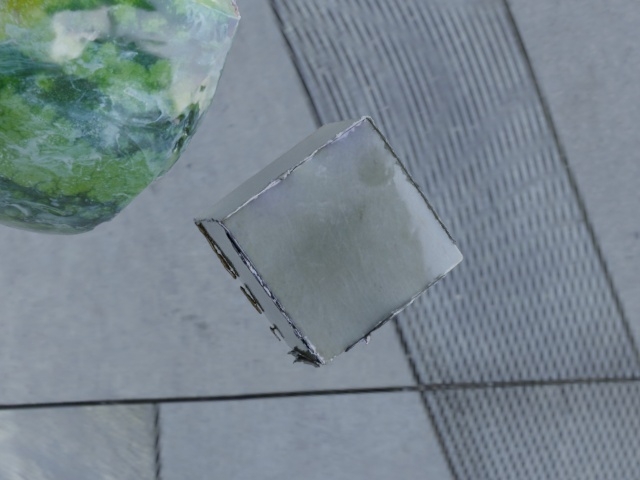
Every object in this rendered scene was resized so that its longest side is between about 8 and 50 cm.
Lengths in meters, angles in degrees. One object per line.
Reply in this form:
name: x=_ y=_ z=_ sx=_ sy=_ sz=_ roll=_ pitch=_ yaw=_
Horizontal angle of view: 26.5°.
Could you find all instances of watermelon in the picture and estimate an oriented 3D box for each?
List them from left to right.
watermelon: x=-0.196 y=-0.109 z=0.855 sx=0.224 sy=0.305 sz=0.180 roll=45 pitch=41 yaw=-12

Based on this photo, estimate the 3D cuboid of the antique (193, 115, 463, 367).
antique: x=0.000 y=0.000 z=1.096 sx=0.152 sy=0.148 sz=0.147 roll=-36 pitch=102 yaw=-10
